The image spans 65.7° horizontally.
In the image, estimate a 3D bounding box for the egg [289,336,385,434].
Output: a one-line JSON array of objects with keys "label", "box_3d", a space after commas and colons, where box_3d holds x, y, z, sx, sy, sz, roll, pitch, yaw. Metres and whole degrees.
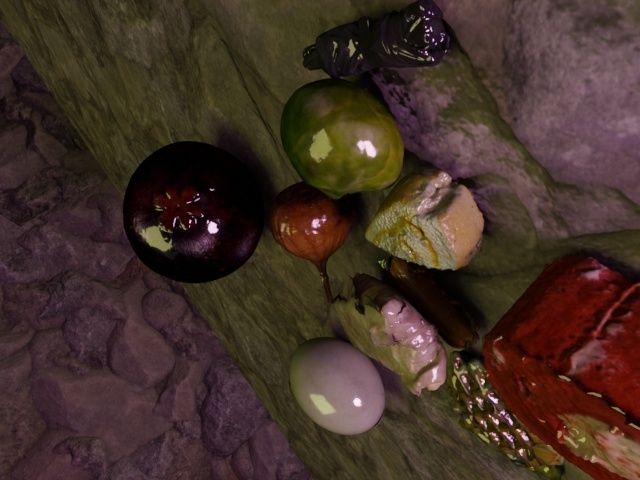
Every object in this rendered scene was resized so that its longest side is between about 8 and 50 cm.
[{"label": "egg", "box_3d": [0.034, 0.320, 1.109, 0.253, 0.186, 0.186, 37, 149, 31]}]

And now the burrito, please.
[{"label": "burrito", "box_3d": [0.098, 0.132, 0.808, 0.348, 0.107, 0.175, 174, 73, -81]}]

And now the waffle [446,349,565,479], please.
[{"label": "waffle", "box_3d": [0.281, 0.272, 0.779, 0.204, 0.054, 0.223, 29, 144, 44]}]

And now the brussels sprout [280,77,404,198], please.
[{"label": "brussels sprout", "box_3d": [0.026, -0.129, 0.635, 0.180, 0.161, 0.144, 158, 124, -74]}]

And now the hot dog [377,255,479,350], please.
[{"label": "hot dog", "box_3d": [0.167, 0.086, 0.754, 0.188, 0.055, 0.072, 50, 176, 21]}]

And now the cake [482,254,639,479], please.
[{"label": "cake", "box_3d": [0.304, 0.147, 0.492, 0.283, 0.151, 0.177, 28, 155, 45]}]

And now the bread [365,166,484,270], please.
[{"label": "bread", "box_3d": [0.124, -0.038, 0.630, 0.156, 0.103, 0.110, 19, 143, 40]}]

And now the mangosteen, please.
[{"label": "mangosteen", "box_3d": [-0.269, -0.061, 1.107, 0.307, 0.307, 0.347, 56, -178, 0]}]

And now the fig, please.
[{"label": "fig", "box_3d": [0.000, 0.000, 0.843, 0.134, 0.146, 0.201, 42, 155, 61]}]

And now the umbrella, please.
[{"label": "umbrella", "box_3d": [0.050, -0.227, 0.591, 0.235, 0.059, 0.066, 13, 114, 53]}]
